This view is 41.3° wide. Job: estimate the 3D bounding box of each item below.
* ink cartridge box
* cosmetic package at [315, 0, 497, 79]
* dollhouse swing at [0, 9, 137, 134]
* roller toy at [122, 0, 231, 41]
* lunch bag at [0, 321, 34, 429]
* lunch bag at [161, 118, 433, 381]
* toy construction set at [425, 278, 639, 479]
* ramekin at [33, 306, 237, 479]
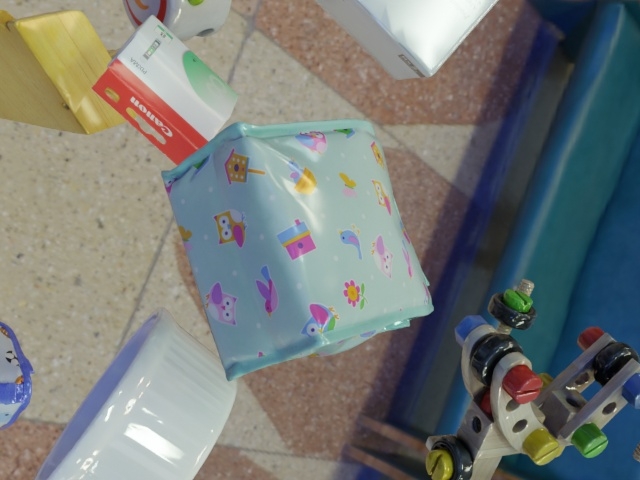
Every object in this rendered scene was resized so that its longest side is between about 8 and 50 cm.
[{"bbox_3d":[-0.215,-0.214,1.219,0.181,0.056,0.224,42,24,-19],"label":"ink cartridge box"},{"bbox_3d":[0.111,-0.299,0.956,0.151,0.151,0.183,42,90,-14],"label":"cosmetic package"},{"bbox_3d":[-0.463,-0.368,1.545,0.305,0.347,0.315,-50,134,-27],"label":"dollhouse swing"},{"bbox_3d":[-0.256,-0.456,1.517,0.146,0.209,0.191,-21,152,-38],"label":"roller toy"},{"bbox_3d":[-0.755,0.264,1.592,0.328,0.386,0.238,4,84,-36],"label":"lunch bag"},{"bbox_3d":[0.000,0.000,0.851,0.262,0.160,0.223,-10,77,-52],"label":"lunch bag"},{"bbox_3d":[0.266,0.231,0.967,0.258,0.309,0.237,-9,125,-54],"label":"toy construction set"},{"bbox_3d":[-0.223,0.232,1.047,0.135,0.277,0.277,37,71,-10],"label":"ramekin"}]
